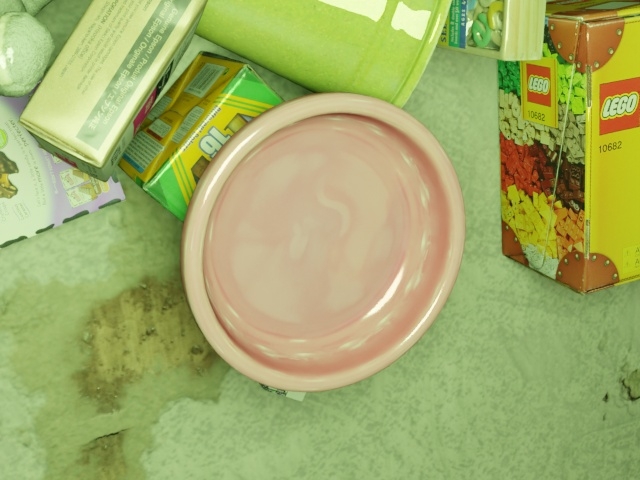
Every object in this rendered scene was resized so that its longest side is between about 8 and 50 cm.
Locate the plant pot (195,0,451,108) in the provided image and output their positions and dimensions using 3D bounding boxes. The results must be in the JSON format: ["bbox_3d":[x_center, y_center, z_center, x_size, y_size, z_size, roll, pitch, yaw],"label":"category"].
[{"bbox_3d":[-0.018,-0.290,1.100,0.254,0.276,0.276,17,98,-16],"label":"plant pot"}]

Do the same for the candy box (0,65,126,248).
[{"bbox_3d":[-0.343,-0.090,1.096,0.196,0.070,0.165,-23,114,-18],"label":"candy box"}]

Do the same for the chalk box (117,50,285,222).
[{"bbox_3d":[-0.074,-0.059,1.170,0.179,0.180,0.289,-49,118,-4],"label":"chalk box"}]

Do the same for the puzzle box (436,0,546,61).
[{"bbox_3d":[0.174,-0.425,1.124,0.052,0.272,0.409,-6,107,-19],"label":"puzzle box"}]

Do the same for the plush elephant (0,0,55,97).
[{"bbox_3d":[-0.392,-0.264,0.895,0.255,0.330,0.272,48,43,-33],"label":"plush elephant"}]

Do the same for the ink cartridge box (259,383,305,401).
[{"bbox_3d":[-0.032,0.158,1.341,0.063,0.029,0.115,22,96,-29],"label":"ink cartridge box"}]

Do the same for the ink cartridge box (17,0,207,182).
[{"bbox_3d":[-0.201,-0.163,0.963,0.088,0.234,0.193,30,85,-10],"label":"ink cartridge box"}]

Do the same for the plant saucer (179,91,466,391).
[{"bbox_3d":[0.000,0.000,1.074,0.332,0.084,0.332,-7,107,-23],"label":"plant saucer"}]

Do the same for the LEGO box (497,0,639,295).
[{"bbox_3d":[0.516,-0.173,1.404,0.500,0.193,0.372,-13,111,-21],"label":"LEGO box"}]
